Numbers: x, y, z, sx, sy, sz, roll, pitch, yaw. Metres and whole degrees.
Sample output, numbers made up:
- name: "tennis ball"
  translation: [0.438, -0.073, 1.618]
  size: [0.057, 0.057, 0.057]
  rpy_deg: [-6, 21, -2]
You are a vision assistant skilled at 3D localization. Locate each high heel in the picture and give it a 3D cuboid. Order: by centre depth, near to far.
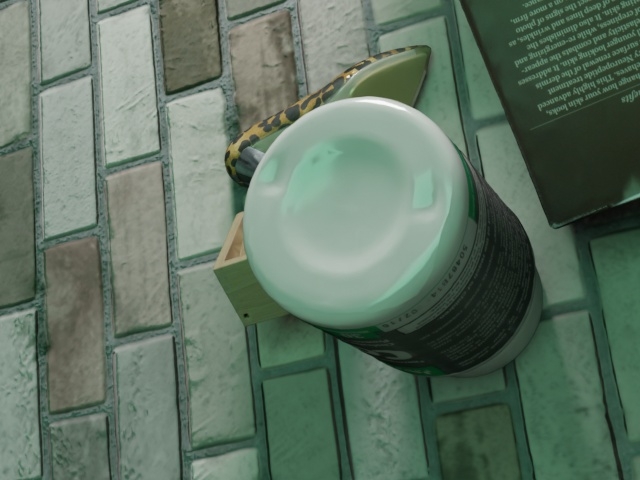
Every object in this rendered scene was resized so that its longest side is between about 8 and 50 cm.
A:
- name: "high heel"
  translation: [0.001, -0.158, 1.366]
  size: [0.261, 0.093, 0.186]
  rpy_deg: [-43, 30, -15]

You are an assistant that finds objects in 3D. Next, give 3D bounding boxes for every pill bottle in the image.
- name: "pill bottle"
  translation: [0.091, 0.019, 1.095]
  size: [0.204, 0.361, 0.204]
  rpy_deg: [-8, 71, 23]

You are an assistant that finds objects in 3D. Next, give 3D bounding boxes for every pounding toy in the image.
- name: "pounding toy"
  translation: [0.007, -0.006, 1.291]
  size: [0.206, 0.094, 0.181]
  rpy_deg: [-18, 26, 19]

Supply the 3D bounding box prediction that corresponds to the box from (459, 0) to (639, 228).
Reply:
- name: "box"
  translation: [0.256, -0.224, 1.148]
  size: [0.191, 0.143, 0.381]
  rpy_deg: [-21, 89, 17]
